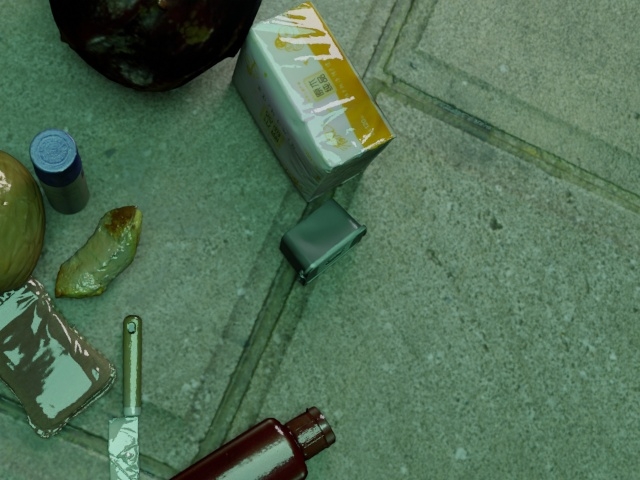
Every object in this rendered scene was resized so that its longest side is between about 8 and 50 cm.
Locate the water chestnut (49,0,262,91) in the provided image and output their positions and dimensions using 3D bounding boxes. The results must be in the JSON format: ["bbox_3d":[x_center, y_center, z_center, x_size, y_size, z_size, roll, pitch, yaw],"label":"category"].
[{"bbox_3d":[-0.245,-0.388,1.232,0.347,0.335,0.335,33,73,-31],"label":"water chestnut"}]

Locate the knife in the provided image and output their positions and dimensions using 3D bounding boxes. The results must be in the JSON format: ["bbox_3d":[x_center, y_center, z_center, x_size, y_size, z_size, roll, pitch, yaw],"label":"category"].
[{"bbox_3d":[-0.268,0.251,1.258,0.047,0.017,0.298,0,83,-9],"label":"knife"}]

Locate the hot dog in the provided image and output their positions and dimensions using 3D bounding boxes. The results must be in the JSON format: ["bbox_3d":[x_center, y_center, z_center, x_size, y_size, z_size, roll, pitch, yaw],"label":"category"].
[{"bbox_3d":[-0.297,0.021,1.272,0.169,0.061,0.078,-45,57,4],"label":"hot dog"}]

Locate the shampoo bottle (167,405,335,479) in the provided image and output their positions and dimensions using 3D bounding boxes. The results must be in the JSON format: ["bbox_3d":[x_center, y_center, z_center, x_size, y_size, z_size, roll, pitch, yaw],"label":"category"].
[{"bbox_3d":[-0.102,0.319,1.252,0.260,0.064,0.102,-30,82,-15],"label":"shampoo bottle"}]

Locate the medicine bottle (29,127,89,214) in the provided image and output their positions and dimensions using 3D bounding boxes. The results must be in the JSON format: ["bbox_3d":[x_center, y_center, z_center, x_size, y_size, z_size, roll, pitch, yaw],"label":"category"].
[{"bbox_3d":[-0.337,-0.085,1.196,0.059,0.231,0.059,2,79,-11],"label":"medicine bottle"}]

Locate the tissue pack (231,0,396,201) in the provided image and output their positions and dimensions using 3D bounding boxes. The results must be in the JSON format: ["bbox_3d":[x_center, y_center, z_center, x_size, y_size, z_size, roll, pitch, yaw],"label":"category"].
[{"bbox_3d":[-0.016,-0.192,1.304,0.124,0.185,0.225,-30,86,-14],"label":"tissue pack"}]

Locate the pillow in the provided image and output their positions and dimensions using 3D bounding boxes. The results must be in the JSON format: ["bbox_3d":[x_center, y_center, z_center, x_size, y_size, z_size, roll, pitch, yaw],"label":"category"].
[{"bbox_3d":[-0.386,0.151,1.246,0.135,0.034,0.211,-40,87,-12],"label":"pillow"}]

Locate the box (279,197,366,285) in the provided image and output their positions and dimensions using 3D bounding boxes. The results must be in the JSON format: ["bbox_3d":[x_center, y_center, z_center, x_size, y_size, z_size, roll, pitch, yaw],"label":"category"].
[{"bbox_3d":[0.000,0.000,1.326,0.122,0.084,0.069,-38,81,-16],"label":"box"}]

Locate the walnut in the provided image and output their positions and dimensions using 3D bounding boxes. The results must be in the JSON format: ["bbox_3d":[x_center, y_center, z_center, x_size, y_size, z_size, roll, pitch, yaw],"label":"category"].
[{"bbox_3d":[-0.445,-0.026,1.204,0.165,0.165,0.197,-4,72,-12],"label":"walnut"}]
